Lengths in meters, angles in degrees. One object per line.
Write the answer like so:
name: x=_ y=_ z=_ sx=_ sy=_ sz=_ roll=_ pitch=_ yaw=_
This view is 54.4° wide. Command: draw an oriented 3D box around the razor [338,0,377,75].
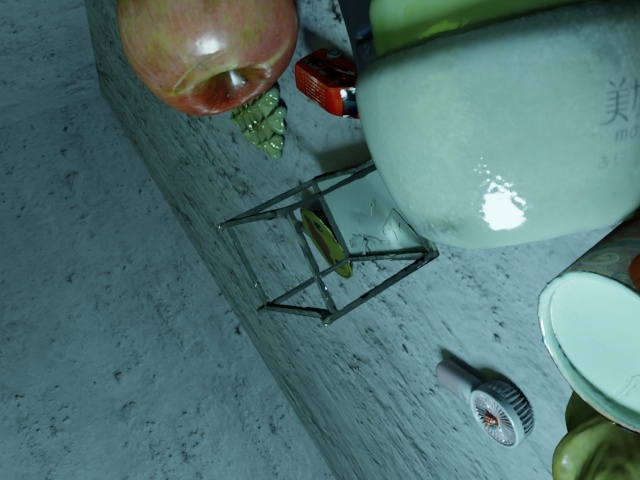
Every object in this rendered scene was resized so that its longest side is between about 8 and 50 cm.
razor: x=0.103 y=-0.340 z=0.962 sx=0.189 sy=0.107 sz=0.327 roll=12 pitch=125 yaw=62

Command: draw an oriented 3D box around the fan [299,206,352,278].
fan: x=-0.006 y=-0.003 z=1.646 sx=0.229 sy=0.011 sz=0.335 roll=61 pitch=166 yaw=-26

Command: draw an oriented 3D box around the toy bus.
toy bus: x=0.037 y=-0.290 z=1.181 sx=0.195 sy=0.089 sz=0.081 roll=44 pitch=152 yaw=36

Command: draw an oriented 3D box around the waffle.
waffle: x=-0.183 y=-0.372 z=1.601 sx=0.309 sy=0.056 sz=0.292 roll=49 pitch=154 yaw=31

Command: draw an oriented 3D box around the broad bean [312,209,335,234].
broad bean: x=0.058 y=-0.030 z=1.485 sx=0.297 sy=0.043 sz=0.060 roll=18 pitch=121 yaw=61

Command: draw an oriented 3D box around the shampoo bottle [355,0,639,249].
shampoo bottle: x=0.202 y=-0.151 z=0.673 sx=0.322 sy=0.322 sz=0.317 roll=12 pitch=115 yaw=61

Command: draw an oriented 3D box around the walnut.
walnut: x=0.429 y=0.293 z=0.759 sx=0.277 sy=0.282 sz=0.253 roll=49 pitch=150 yaw=-18

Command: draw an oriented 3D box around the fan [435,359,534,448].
fan: x=0.325 y=0.323 z=1.271 sx=0.244 sy=0.074 sz=0.130 roll=31 pitch=142 yaw=53

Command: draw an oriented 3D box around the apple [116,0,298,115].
apple: x=-0.229 y=-0.449 z=1.245 sx=0.364 sy=0.364 sz=0.364 roll=46 pitch=152 yaw=33

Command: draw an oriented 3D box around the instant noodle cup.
instant noodle cup: x=0.383 y=0.068 z=0.667 sx=0.243 sy=0.231 sz=0.243 roll=48 pitch=154 yaw=33

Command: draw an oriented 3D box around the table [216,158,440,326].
table: x=0.000 y=0.000 z=1.240 sx=0.335 sy=0.272 sz=0.222 roll=-8 pitch=109 yaw=63
